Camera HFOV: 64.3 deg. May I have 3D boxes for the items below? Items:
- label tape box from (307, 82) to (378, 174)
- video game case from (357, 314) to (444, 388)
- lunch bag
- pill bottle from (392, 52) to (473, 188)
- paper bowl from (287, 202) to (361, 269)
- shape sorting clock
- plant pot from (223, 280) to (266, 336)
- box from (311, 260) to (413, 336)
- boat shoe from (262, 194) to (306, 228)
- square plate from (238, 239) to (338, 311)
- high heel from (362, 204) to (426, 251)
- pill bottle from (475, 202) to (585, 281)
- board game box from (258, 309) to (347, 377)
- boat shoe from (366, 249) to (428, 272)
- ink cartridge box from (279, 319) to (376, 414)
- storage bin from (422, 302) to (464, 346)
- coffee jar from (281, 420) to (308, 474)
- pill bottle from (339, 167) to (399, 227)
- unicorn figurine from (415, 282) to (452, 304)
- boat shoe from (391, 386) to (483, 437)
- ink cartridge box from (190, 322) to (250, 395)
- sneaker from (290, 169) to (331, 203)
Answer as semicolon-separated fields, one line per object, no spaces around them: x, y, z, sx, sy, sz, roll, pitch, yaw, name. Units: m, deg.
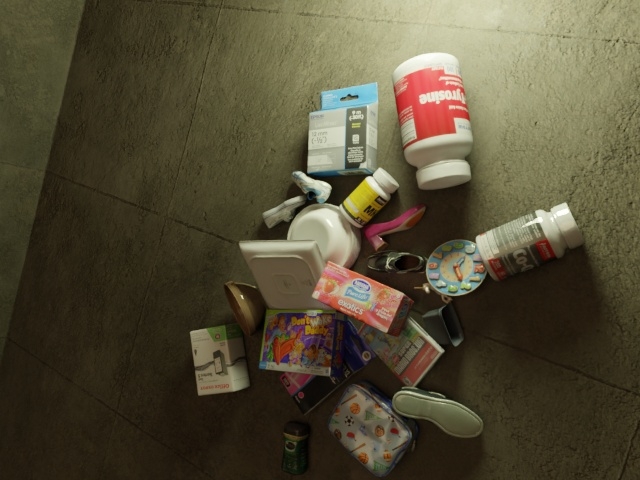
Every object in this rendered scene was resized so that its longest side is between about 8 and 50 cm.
0.084;-0.423;1.930;0.249;0.115;0.347;0;88;29;label tape box
0.274;0.356;1.789;0.285;0.025;0.204;45;122;27;video game case
0.191;0.658;1.803;0.303;0.115;0.243;35;101;27;lunch bag
0.380;-0.387;1.699;0.229;0.229;0.407;-12;81;27;pill bottle
0.000;0.000;1.929;0.284;0.148;0.284;-2;85;30;paper bowl
0.454;0.089;1.704;0.206;0.040;0.206;-12;59;20;shape sorting clock
-0.293;0.260;2.064;0.110;0.237;0.237;-24;70;-20;plant pot
0.145;0.202;1.744;0.300;0.154;0.142;22;84;28;box
-0.135;-0.113;2.057;0.226;0.083;0.075;-23;88;37;boat shoe
-0.119;0.149;1.925;0.344;0.049;0.347;-1;126;29;square plate
0.262;-0.074;1.839;0.244;0.082;0.117;-44;59;24;high heel
0.643;0.004;1.568;0.283;0.161;0.161;-26;75;25;pill bottle
-0.069;0.382;1.923;0.347;0.078;0.233;-6;71;38;board game box
0.266;0.076;1.819;0.233;0.079;0.084;2;88;31;boat shoe
0.022;0.483;1.936;0.371;0.069;0.176;-44;67;17;ink cartridge box
0.411;0.286;1.719;0.091;0.098;0.135;-19;93;44;storage bin
-0.097;0.798;1.968;0.096;0.079;0.184;3;89;31;coffee jar
0.179;-0.156;1.856;0.208;0.119;0.119;-46;67;19;pill bottle
0.423;0.162;1.744;0.162;0.060;0.111;-39;60;6;unicorn figurine
0.391;0.564;1.707;0.302;0.091;0.114;21;96;10;boat shoe
-0.423;0.500;2.144;0.198;0.115;0.272;-15;80;27;ink cartridge box
-0.050;-0.210;1.974;0.237;0.085;0.086;31;90;48;sneaker
